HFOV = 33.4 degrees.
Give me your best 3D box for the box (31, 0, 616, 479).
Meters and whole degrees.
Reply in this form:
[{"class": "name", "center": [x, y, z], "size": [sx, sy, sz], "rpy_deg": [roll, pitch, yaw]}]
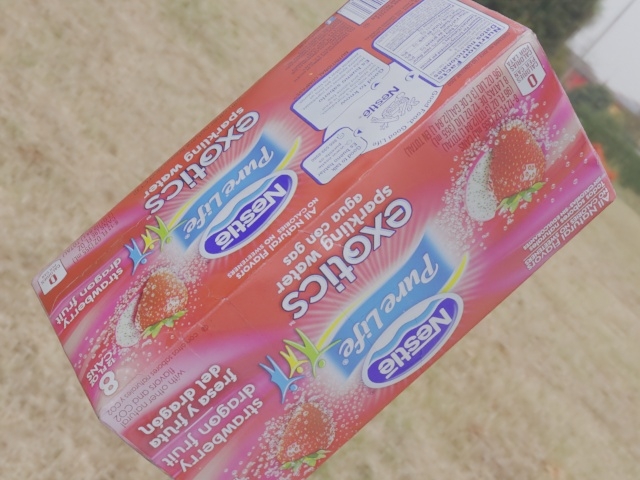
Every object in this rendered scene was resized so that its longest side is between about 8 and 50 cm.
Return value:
[{"class": "box", "center": [0.000, 0.000, 0.536], "size": [0.122, 0.257, 0.128], "rpy_deg": [51, -4, -38]}]
